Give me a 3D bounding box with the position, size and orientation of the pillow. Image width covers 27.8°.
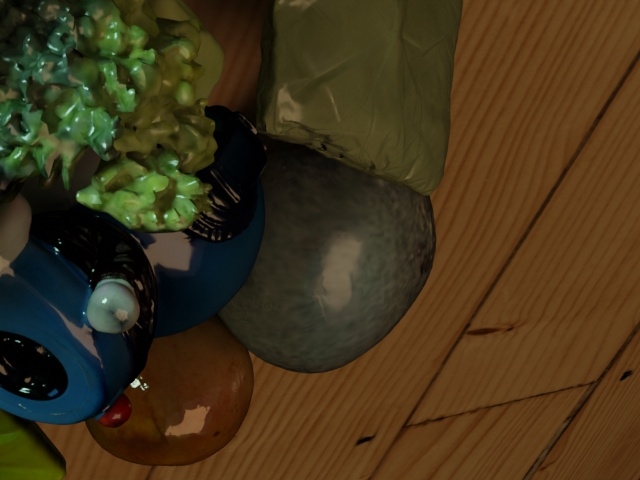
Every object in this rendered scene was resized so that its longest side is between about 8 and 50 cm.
[{"bbox_3d":[0.051,-0.197,1.140,0.280,0.076,0.275,18,78,-53],"label":"pillow"}]

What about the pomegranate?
[{"bbox_3d":[-0.161,0.145,1.357,0.191,0.191,0.191,-26,145,-20],"label":"pomegranate"}]

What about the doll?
[{"bbox_3d":[-0.178,-0.003,1.080,0.284,0.310,0.240,-23,119,37],"label":"doll"}]

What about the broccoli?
[{"bbox_3d":[-0.180,-0.165,0.902,0.281,0.293,0.348,36,63,-53],"label":"broccoli"}]

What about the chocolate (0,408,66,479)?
[{"bbox_3d":[-0.430,0.204,1.200,0.300,0.137,0.289,-33,147,-8],"label":"chocolate"}]

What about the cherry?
[{"bbox_3d":[0.000,0.000,1.310,0.255,0.218,0.296,-34,140,-32],"label":"cherry"}]
